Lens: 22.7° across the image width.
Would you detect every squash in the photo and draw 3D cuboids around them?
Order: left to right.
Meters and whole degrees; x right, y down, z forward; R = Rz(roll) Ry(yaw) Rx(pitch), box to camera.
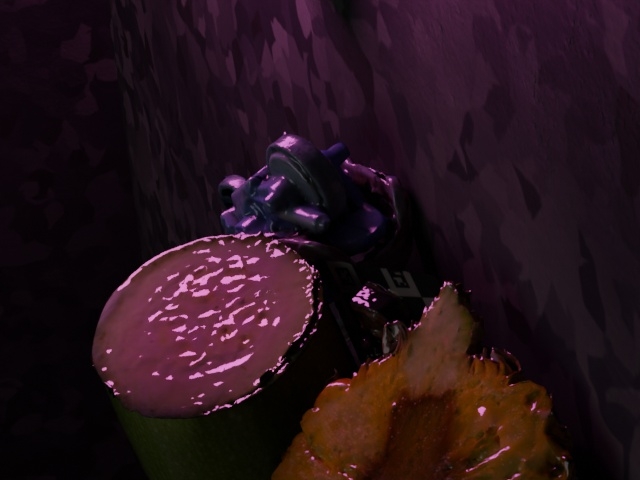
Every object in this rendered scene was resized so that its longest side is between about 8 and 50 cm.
[{"bbox_3d":[-0.066,0.213,1.733,0.263,0.263,0.384,56,171,51],"label":"squash"}]

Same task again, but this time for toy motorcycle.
[{"bbox_3d":[-0.020,0.011,1.817,0.319,0.182,0.241,151,107,-70],"label":"toy motorcycle"}]

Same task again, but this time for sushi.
[{"bbox_3d":[0.074,0.128,1.626,0.192,0.050,0.215,7,128,51],"label":"sushi"}]

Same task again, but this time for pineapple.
[{"bbox_3d":[0.142,0.204,1.519,0.209,0.344,0.286,43,-125,-49],"label":"pineapple"}]
